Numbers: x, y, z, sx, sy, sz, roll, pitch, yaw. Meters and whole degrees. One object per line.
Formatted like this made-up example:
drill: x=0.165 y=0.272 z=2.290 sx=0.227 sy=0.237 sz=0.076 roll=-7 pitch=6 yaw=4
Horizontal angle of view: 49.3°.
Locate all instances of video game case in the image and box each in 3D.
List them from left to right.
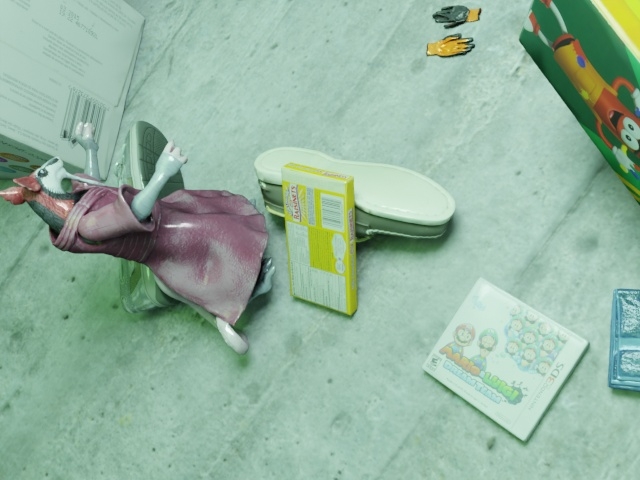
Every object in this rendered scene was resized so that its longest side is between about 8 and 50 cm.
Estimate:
video game case: x=0.227 y=0.144 z=0.871 sx=0.157 sy=0.019 sz=0.143 roll=33 pitch=91 yaw=32

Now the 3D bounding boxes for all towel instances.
towel: x=0.368 y=0.113 z=0.800 sx=0.067 sy=0.029 sz=0.119 roll=2 pitch=76 yaw=27

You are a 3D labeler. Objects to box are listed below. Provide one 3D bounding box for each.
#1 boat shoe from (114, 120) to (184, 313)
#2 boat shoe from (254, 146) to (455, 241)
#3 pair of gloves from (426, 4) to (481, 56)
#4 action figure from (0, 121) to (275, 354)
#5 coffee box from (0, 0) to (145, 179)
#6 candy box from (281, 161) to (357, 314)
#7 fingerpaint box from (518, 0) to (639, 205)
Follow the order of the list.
boat shoe: x=-0.291 y=-0.042 z=1.147 sx=0.103 sy=0.118 sz=0.320 roll=-15 pitch=76 yaw=22
boat shoe: x=0.044 y=-0.055 z=0.986 sx=0.305 sy=0.091 sz=0.109 roll=17 pitch=40 yaw=26
pair of gloves: x=0.196 y=-0.310 z=1.030 sx=0.074 sy=0.010 sz=0.083 roll=6 pitch=77 yaw=29
action figure: x=-0.262 y=-0.014 z=0.988 sx=0.248 sy=0.370 sz=0.276 roll=23 pitch=100 yaw=58
coffee box: x=-0.580 y=-0.318 z=1.249 sx=0.334 sy=0.337 sz=0.338 roll=4 pitch=77 yaw=28
candy box: x=0.000 y=0.000 z=0.957 sx=0.105 sy=0.027 sz=0.206 roll=18 pitch=125 yaw=32
fingerpaint box: x=0.483 y=-0.186 z=0.642 sx=0.444 sy=0.163 sz=0.371 roll=-30 pitch=75 yaw=-4
